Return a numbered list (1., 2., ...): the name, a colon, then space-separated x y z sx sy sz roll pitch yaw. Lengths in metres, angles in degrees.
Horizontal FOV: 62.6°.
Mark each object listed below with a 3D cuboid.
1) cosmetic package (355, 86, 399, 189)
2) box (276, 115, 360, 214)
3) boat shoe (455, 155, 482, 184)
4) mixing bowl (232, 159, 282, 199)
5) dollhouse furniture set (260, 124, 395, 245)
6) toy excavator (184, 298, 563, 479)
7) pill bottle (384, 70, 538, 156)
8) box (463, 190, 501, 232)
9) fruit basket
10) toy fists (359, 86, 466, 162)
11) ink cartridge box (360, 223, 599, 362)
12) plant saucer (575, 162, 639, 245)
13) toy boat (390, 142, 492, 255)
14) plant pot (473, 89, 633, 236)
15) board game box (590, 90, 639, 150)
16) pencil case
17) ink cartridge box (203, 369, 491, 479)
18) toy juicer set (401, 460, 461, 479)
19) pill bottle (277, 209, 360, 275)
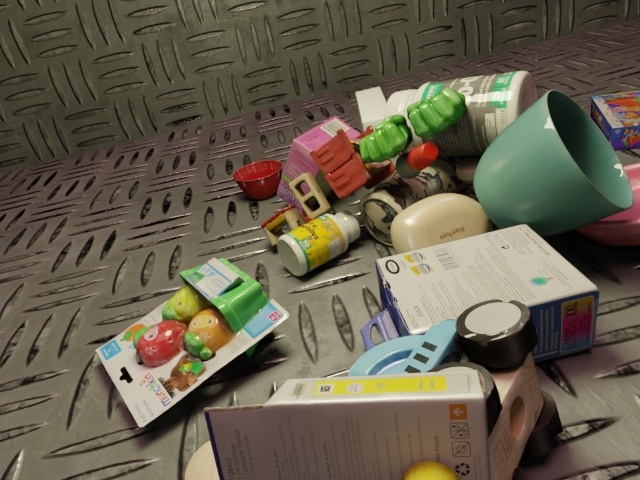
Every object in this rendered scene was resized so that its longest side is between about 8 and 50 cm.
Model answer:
1. cosmetic package: 0.193 -0.312 1.710 0.098 0.284 0.377 -10 28 6
2. box: -0.007 -0.241 1.686 0.117 0.243 0.213 39 50 14
3. boat shoe: 0.504 -0.176 1.447 0.341 0.158 0.127 -25 26 -31
4. mixing bowl: -0.214 -0.208 1.884 0.182 0.098 0.181 -10 27 5
5. dollhouse furniture set: 0.002 -0.154 1.487 0.374 0.152 0.201 -33 -4 29
6. toy excavator: 0.074 0.287 0.798 0.445 0.222 0.433 -5 26 43
7. pill bottle: 0.367 -0.325 1.396 0.361 0.204 0.204 4 32 36
8. box: 0.458 -0.058 1.375 0.231 0.056 0.183 11 37 37
9. fruit basket: -0.290 0.189 1.131 0.353 0.165 0.327 -31 33 -24
10. toy fists: 0.218 -0.274 1.268 0.279 0.096 0.142 -25 10 28
11. ink cartridge box: 0.271 0.125 1.021 0.396 0.151 0.270 -12 28 -2
12. plant saucer: 0.737 -0.083 1.217 0.332 0.084 0.332 -21 18 7
13. toy boat: 0.269 -0.074 1.268 0.268 0.318 0.148 -14 -5 -18
14. plant pot: 0.486 -0.141 1.160 0.235 0.293 0.293 -36 9 42
15. board game box: 1.053 -0.407 1.739 0.234 0.078 0.347 -3 29 17
16. pencil case: 0.282 -0.135 1.478 0.184 0.159 0.410 21 43 35
17. ink cartridge box: 0.044 0.307 0.624 0.308 0.303 0.072 -5 16 14
18. toy juicer set: 0.075 0.409 0.549 0.329 0.209 0.089 -47 -11 10
19. pill bottle: 0.000 0.000 1.396 0.208 0.117 0.118 -28 31 -26
